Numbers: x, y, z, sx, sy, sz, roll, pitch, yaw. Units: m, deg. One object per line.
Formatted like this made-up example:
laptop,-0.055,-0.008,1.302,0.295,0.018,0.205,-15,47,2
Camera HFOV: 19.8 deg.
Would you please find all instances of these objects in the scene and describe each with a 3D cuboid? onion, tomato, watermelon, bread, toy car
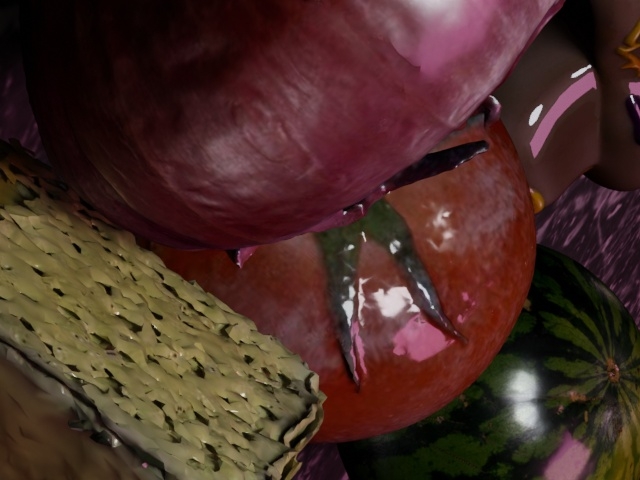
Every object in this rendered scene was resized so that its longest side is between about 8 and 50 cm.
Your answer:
onion,-0.036,-0.167,0.879,0.285,0.347,0.348,34,87,-25
tomato,0.000,0.000,1.152,0.265,0.265,0.265,-44,153,-30
watermelon,0.148,0.143,1.576,0.285,0.285,0.285,-44,153,-30
bread,-0.180,0.132,0.883,0.315,0.248,0.279,-55,180,6
toy car,0.186,-0.175,1.358,0.240,0.271,0.341,-30,147,-12
